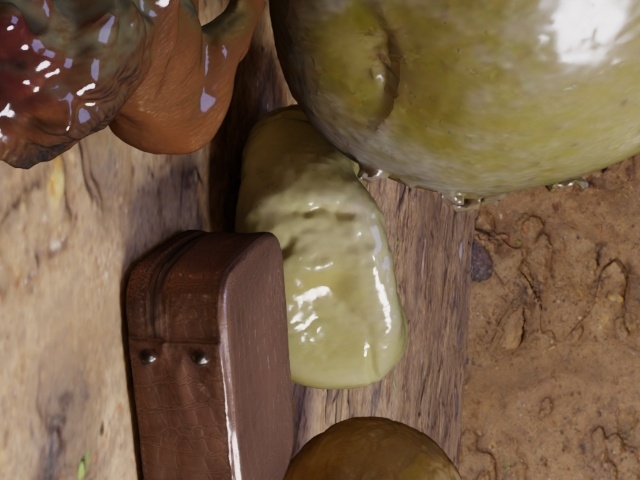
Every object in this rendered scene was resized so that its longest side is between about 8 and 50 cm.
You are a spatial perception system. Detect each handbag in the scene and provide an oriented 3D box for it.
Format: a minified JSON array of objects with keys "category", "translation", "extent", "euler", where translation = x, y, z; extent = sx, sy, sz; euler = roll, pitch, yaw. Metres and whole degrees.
[{"category":"handbag","translation":[-0.068,0.089,0.748],"extent":[0.151,0.072,0.194],"euler":[-57,144,-65]}]

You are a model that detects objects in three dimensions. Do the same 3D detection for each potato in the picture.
[{"category":"potato","translation":[0.096,-0.214,0.733],"extent":[0.319,0.385,0.442],"euler":[-37,150,-16]}]

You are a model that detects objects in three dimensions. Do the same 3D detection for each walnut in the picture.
[{"category":"walnut","translation":[0.033,0.251,0.974],"extent":[0.225,0.193,0.193],"euler":[-26,118,-64]}]

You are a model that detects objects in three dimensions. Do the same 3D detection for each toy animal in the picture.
[{"category":"toy animal","translation":[-0.100,-0.102,0.578],"extent":[0.312,0.097,0.158],"euler":[23,82,-78]}]

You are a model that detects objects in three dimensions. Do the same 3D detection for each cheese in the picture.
[{"category":"cheese","translation":[0.000,0.000,0.903],"extent":[0.214,0.117,0.226],"euler":[-93,173,-69]}]
